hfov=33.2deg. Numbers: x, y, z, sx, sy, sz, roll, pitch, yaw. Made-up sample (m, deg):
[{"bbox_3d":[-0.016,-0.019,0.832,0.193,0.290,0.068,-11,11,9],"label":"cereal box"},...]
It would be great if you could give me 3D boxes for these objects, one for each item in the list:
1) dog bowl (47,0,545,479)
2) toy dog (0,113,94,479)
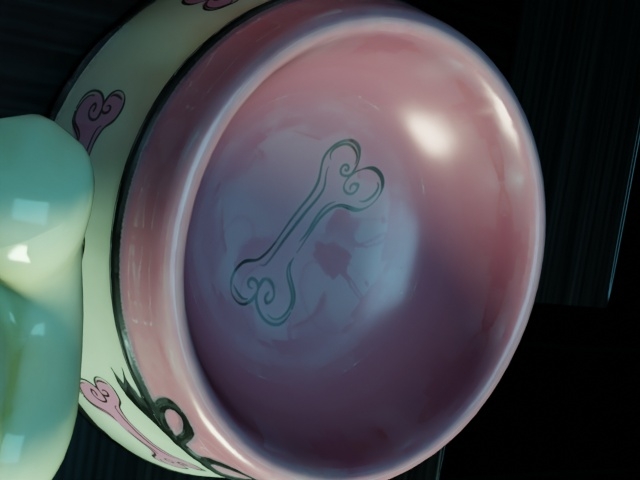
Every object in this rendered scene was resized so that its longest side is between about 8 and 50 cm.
[{"bbox_3d":[0.000,0.000,0.793,0.407,0.150,0.408,-7,102,-35],"label":"dog bowl"},{"bbox_3d":[-0.259,0.088,0.444,0.284,0.408,0.395,35,88,-28],"label":"toy dog"}]
